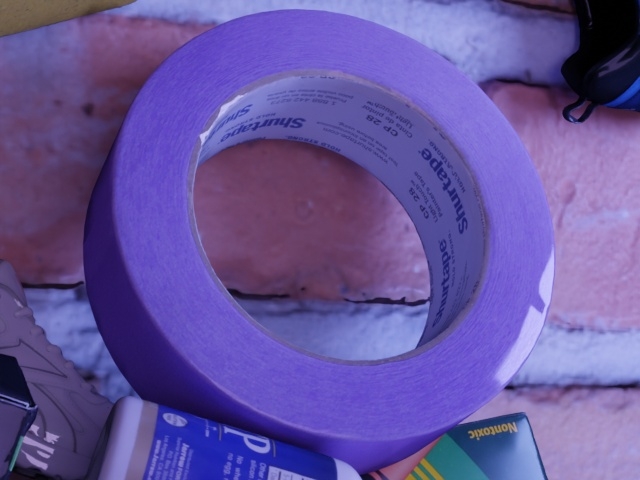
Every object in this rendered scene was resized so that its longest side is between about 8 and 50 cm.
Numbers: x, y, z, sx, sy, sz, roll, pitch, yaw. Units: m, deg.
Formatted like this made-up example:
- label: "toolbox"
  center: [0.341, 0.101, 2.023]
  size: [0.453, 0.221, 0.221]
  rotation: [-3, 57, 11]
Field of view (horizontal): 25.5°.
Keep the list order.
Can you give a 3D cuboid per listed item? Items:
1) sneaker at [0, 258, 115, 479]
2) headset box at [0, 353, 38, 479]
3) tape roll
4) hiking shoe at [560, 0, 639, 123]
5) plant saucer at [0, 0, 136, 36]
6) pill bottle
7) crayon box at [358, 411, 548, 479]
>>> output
- label: "sneaker"
  center: [-0.181, 0.073, 0.826]
  size: [0.232, 0.090, 0.115]
  rotation: [23, 76, -22]
- label: "headset box"
  center: [-0.234, 0.156, 0.638]
  size: [0.131, 0.246, 0.283]
  rotation: [20, 84, -12]
- label: "tape roll"
  center: [0.000, 0.000, 0.854]
  size: [0.275, 0.090, 0.274]
  rotation: [8, 64, -16]
- label: "hiking shoe"
  center: [0.234, -0.237, 1.001]
  size: [0.132, 0.113, 0.304]
  rotation: [-2, 89, -24]
- label: "plant saucer"
  center: [-0.240, -0.266, 0.747]
  size: [0.333, 0.081, 0.332]
  rotation: [-27, 100, -46]
- label: "pill bottle"
  center: [-0.035, 0.161, 0.751]
  size: [0.187, 0.112, 0.112]
  rotation: [19, 81, -10]
- label: "crayon box"
  center: [-0.002, 0.292, 0.827]
  size: [0.363, 0.106, 0.313]
  rotation: [-8, 68, -23]
